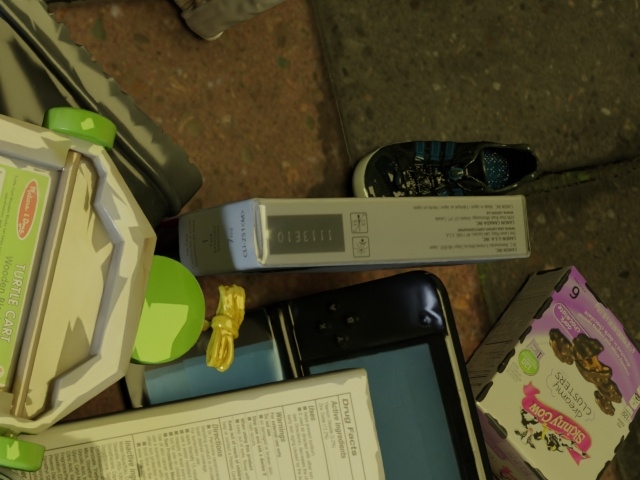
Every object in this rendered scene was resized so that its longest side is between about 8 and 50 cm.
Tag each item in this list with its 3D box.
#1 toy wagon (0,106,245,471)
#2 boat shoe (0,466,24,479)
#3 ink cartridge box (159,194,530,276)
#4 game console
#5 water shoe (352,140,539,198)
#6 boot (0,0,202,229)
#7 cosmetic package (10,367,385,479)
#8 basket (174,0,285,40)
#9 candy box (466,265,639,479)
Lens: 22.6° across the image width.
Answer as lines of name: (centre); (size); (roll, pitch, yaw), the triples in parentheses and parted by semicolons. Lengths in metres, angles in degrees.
toy wagon: (-0.222, 0.030, 1.169); (0.344, 0.068, 0.267); (17, 77, -25)
boat shoe: (-0.305, 0.319, 1.149); (0.121, 0.119, 0.335); (20, 91, 2)
ink cartridge box: (0.000, 0.000, 1.387); (0.275, 0.239, 0.060); (-2, 85, -33)
game console: (-0.002, 0.196, 1.397); (0.173, 0.250, 0.293); (-13, 89, -61)
water shoe: (0.124, -0.071, 1.574); (0.203, 0.080, 0.072); (-12, 87, -34)
boot: (-0.360, -0.008, 1.227); (0.367, 0.146, 0.445); (43, 71, -6)
cosmetic package: (-0.108, 0.206, 1.295); (0.310, 0.113, 0.160); (-8, 87, -14)
basket: (-0.031, -0.407, 1.388); (0.266, 0.328, 0.331); (45, 61, -16)
candy box: (0.233, 0.153, 1.611); (0.165, 0.070, 0.196); (49, 59, -16)
